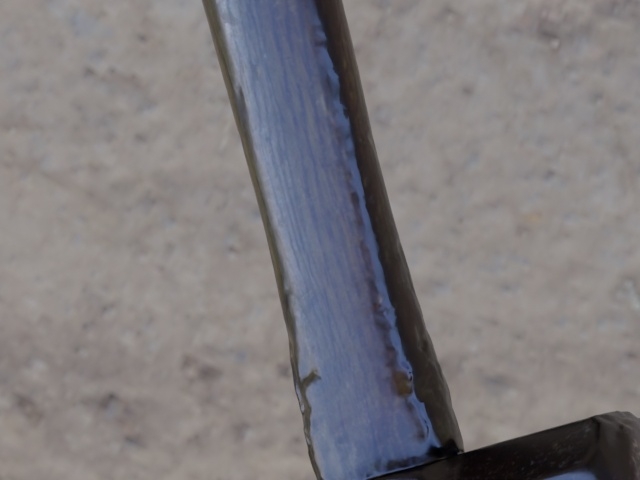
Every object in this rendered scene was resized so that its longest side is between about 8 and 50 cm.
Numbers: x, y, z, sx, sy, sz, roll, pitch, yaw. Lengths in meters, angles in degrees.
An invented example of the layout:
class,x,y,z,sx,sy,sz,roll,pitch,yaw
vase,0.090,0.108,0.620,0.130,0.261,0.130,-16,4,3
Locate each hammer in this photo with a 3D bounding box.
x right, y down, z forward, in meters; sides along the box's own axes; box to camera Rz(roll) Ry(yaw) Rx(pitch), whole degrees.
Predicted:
class,x,y,z,sx,sy,sz,roll,pitch,yaw
hammer,0.000,0.000,0.888,0.242,0.095,0.408,-17,85,22
